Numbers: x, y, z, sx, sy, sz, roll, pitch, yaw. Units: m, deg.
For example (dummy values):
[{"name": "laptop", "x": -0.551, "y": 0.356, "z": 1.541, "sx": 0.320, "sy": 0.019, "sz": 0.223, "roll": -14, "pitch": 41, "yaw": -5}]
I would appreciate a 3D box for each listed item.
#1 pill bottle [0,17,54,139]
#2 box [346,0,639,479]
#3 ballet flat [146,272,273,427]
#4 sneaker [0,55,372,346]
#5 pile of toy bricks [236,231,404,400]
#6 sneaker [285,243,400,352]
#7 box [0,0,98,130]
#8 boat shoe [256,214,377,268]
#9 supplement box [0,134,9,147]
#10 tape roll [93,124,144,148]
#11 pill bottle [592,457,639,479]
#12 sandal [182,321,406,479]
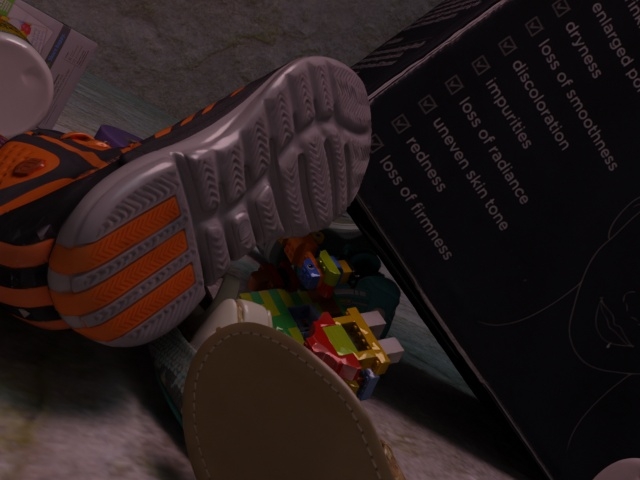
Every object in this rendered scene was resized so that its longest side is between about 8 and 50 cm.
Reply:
[{"name": "pill bottle", "x": -0.384, "y": -0.197, "z": 0.867, "sx": 0.117, "sy": 0.117, "sz": 0.208, "roll": 27, "pitch": 7, "yaw": -35}, {"name": "box", "x": 0.292, "y": -0.073, "z": 0.834, "sx": 0.480, "sy": 0.472, "sz": 0.297, "roll": 55, "pitch": 1, "yaw": -15}, {"name": "ballet flat", "x": -0.073, "y": 0.061, "z": 0.486, "sx": 0.077, "sy": 0.079, "sz": 0.221, "roll": 30, "pitch": 6, "yaw": -38}, {"name": "sneaker", "x": -0.103, "y": -0.052, "z": 0.510, "sx": 0.180, "sy": 0.125, "sz": 0.321, "roll": 9, "pitch": 26, "yaw": 32}, {"name": "pile of toy bricks", "x": -0.030, "y": 0.064, "z": 0.680, "sx": 0.105, "sy": 0.118, "sz": 0.212, "roll": -6, "pitch": 44, "yaw": -31}, {"name": "sneaker", "x": 0.034, "y": 0.058, "z": 0.895, "sx": 0.107, "sy": 0.110, "sz": 0.275, "roll": 29, "pitch": 6, "yaw": -18}, {"name": "box", "x": -0.413, "y": -0.247, "z": 1.001, "sx": 0.186, "sy": 0.145, "sz": 0.038, "roll": 26, "pitch": 7, "yaw": -46}, {"name": "boat shoe", "x": -0.002, "y": 0.002, "z": 1.168, "sx": 0.103, "sy": 0.118, "sz": 0.320, "roll": 39, "pitch": 16, "yaw": 27}, {"name": "supplement box", "x": -0.266, "y": -0.054, "z": 0.585, "sx": 0.043, "sy": 0.055, "sz": 0.083, "roll": 29, "pitch": 5, "yaw": -4}, {"name": "tape roll", "x": -0.182, "y": -0.050, "z": 0.852, "sx": 0.189, "sy": 0.080, "sz": 0.189, "roll": 30, "pitch": 5, "yaw": -3}, {"name": "pill bottle", "x": 0.302, "y": 0.259, "z": 0.593, "sx": 0.180, "sy": 0.108, "sz": 0.108, "roll": 30, "pitch": 6, "yaw": -10}, {"name": "sandal", "x": 0.016, "y": 0.147, "z": 0.366, "sx": 0.240, "sy": 0.088, "sz": 0.079, "roll": 43, "pitch": -21, "yaw": 30}]
